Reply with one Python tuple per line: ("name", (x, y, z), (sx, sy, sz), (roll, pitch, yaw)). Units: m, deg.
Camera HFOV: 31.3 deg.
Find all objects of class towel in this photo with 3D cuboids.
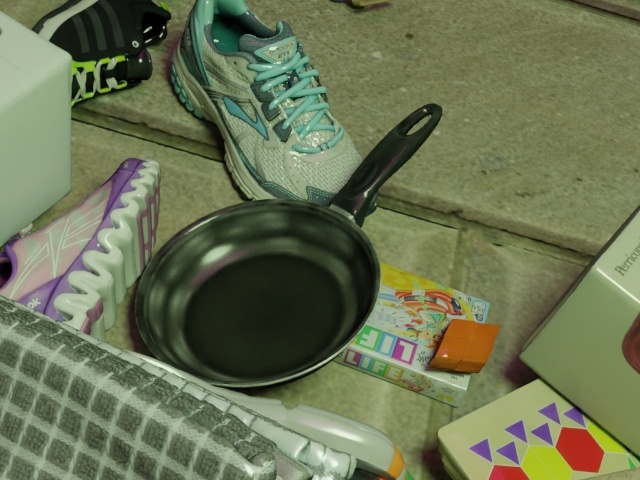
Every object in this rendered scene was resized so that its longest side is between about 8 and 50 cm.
("towel", (-0.154, 0.169, 0.637), (0.283, 0.121, 0.235), (22, 81, 23))

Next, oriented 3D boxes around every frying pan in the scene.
("frying pan", (-0.029, -0.002, 0.950), (0.197, 0.053, 0.326), (7, 47, 18))

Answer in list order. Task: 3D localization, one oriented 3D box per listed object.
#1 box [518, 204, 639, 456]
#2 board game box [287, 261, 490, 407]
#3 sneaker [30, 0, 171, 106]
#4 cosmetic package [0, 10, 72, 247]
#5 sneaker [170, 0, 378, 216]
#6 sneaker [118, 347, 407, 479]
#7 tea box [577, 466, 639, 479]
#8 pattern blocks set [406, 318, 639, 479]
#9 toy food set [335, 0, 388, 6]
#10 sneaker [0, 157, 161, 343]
("box", (0.303, 0.092, 0.898), (0.232, 0.127, 0.148), (39, 47, 10))
("board game box", (0.058, 0.068, 0.961), (0.154, 0.026, 0.103), (20, 45, 3))
("sneaker", (-0.208, -0.178, 1.082), (0.097, 0.084, 0.235), (22, 45, 3))
("cosmetic package", (-0.406, -0.016, 0.789), (0.230, 0.161, 0.453), (32, 51, 14))
("sneaker", (-0.047, -0.127, 1.052), (0.110, 0.122, 0.283), (-24, 58, -34))
("sneaker", (-0.113, 0.180, 0.739), (0.321, 0.124, 0.180), (11, 56, 10))
("tea box", (0.115, 0.330, 0.483), (0.220, 0.323, 0.329), (-19, 36, 27))
("pattern blocks set", (0.188, 0.176, 0.881), (0.325, 0.026, 0.285), (-10, 57, -31))
("toy food set", (0.034, -0.295, 1.314), (0.078, 0.019, 0.122), (-17, 46, -30))
("sneaker", (-0.198, 0.012, 0.902), (0.104, 0.095, 0.236), (13, 45, 7))
